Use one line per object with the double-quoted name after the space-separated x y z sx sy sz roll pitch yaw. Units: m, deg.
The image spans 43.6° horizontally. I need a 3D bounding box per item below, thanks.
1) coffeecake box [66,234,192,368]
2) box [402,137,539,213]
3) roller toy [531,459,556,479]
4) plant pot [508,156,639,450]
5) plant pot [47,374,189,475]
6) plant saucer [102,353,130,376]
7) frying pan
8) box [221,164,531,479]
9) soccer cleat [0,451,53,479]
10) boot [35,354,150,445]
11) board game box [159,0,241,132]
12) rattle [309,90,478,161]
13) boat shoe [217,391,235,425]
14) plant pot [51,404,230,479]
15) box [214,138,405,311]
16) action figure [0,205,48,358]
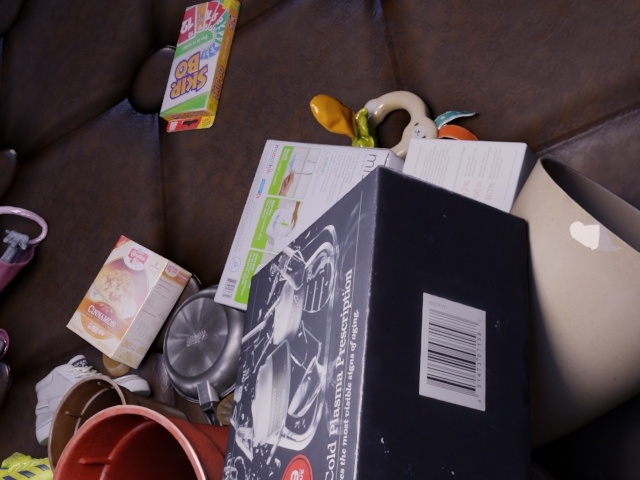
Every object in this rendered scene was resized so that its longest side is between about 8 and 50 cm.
-0.329 0.103 1.375 0.142 0.068 0.185 22 79 39 "coffeecake box"
0.195 -0.057 1.060 0.170 0.091 0.130 9 78 37 "box"
0.185 0.328 0.879 0.209 0.146 0.191 11 83 28 "roller toy"
0.264 0.094 0.879 0.274 0.256 0.256 -57 49 22 "plant pot"
-0.294 0.302 1.220 0.167 0.165 0.167 -13 65 31 "plant pot"
-0.356 0.196 1.402 0.083 0.015 0.083 -14 64 31 "plant saucer"
-0.193 0.220 1.260 0.197 0.053 0.326 -2 68 36 "frying pan"
0.043 0.159 0.810 0.312 0.178 0.343 -41 37 54 "box"
-0.514 0.412 1.382 0.289 0.093 0.121 -27 51 24 "soccer cleat"
-0.399 0.249 1.359 0.258 0.095 0.123 -28 65 25 "boot"
-0.230 -0.332 1.512 0.124 0.039 0.260 0 74 36 "board game box"
0.111 -0.180 1.144 0.199 0.143 0.130 13 62 44 "rattle"
-0.077 0.225 1.169 0.152 0.049 0.056 -25 64 4 "boat shoe"
-0.155 0.348 1.022 0.272 0.265 0.273 -7 77 33 "plant pot"
0.000 0.000 1.154 0.231 0.126 0.262 9 77 37 "box"
-0.722 0.124 1.583 0.276 0.248 0.370 -87 20 -60 "action figure"
